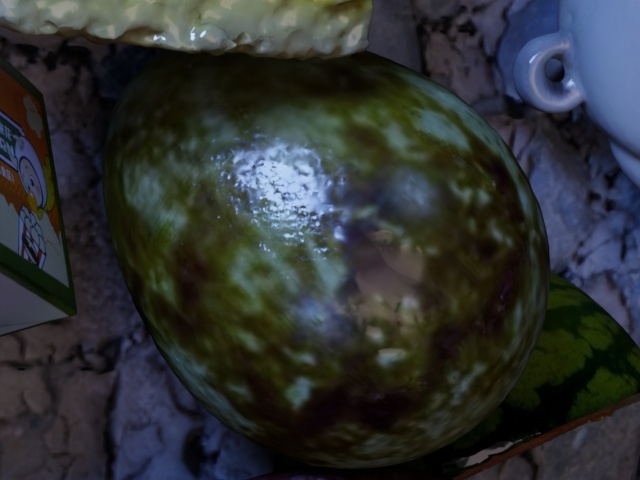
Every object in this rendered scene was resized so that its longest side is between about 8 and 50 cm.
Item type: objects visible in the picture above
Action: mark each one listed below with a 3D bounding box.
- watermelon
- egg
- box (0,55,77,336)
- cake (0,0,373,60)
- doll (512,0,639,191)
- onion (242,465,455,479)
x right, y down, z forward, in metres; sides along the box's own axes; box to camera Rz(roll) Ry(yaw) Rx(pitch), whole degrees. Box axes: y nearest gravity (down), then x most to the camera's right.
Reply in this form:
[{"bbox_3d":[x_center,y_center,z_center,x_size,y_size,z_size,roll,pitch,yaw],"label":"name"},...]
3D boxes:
[{"bbox_3d":[0.115,0.115,1.251,0.303,0.128,0.159,-23,115,-18],"label":"watermelon"},{"bbox_3d":[0.000,0.000,1.097,0.289,0.238,0.238,44,84,-16],"label":"egg"},{"bbox_3d":[-0.248,-0.029,0.942,0.177,0.148,0.195,-17,159,11],"label":"box"},{"bbox_3d":[-0.089,-0.257,0.980,0.222,0.227,0.286,2,107,-31],"label":"cake"},{"bbox_3d":[0.286,-0.186,1.230,0.365,0.187,0.376,-31,129,-3],"label":"doll"},{"bbox_3d":[0.008,0.302,1.085,0.348,0.285,0.347,0,96,-1],"label":"onion"}]
